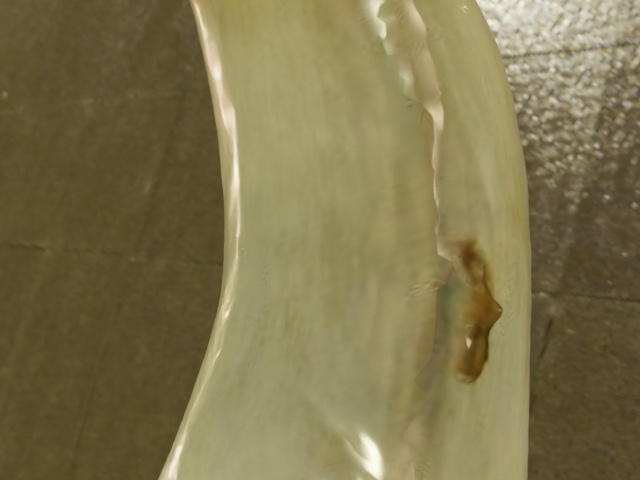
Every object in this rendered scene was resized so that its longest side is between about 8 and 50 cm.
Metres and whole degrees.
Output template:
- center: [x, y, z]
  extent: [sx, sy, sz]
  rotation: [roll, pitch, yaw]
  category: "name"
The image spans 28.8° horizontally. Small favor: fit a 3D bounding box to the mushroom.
- center: [0.000, -0.001, 0.489]
  extent: [0.126, 0.177, 0.397]
  rotation: [171, 102, -82]
  category: "mushroom"
